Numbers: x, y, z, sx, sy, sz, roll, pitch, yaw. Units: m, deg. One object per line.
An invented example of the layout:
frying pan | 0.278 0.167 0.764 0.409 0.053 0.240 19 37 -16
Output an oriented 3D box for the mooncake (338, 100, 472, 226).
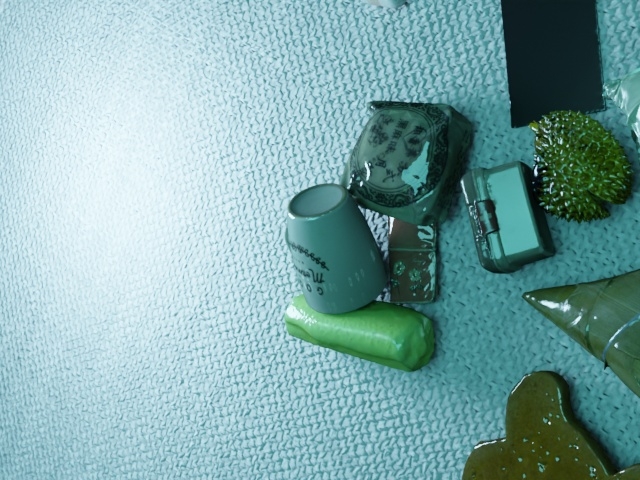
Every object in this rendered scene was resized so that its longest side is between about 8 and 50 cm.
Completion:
mooncake | 0.169 -0.171 2.085 0.250 0.136 0.254 16 87 37

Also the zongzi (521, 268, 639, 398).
zongzi | 0.587 0.076 1.775 0.393 0.174 0.356 42 108 36

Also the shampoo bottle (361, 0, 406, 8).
shampoo bottle | 0.104 -0.558 2.204 0.192 0.074 0.074 21 101 37

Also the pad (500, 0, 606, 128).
pad | 0.456 -0.385 1.981 0.202 0.005 0.299 -8 83 36

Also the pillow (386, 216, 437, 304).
pillow | 0.196 0.021 2.134 0.126 0.043 0.232 -4 85 37

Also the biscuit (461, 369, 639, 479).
biscuit | 0.456 0.486 1.890 0.394 0.076 0.368 44 116 38

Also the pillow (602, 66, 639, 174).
pillow | 0.668 -0.217 1.724 0.310 0.138 0.283 -26 69 22

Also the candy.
candy | 0.080 0.193 2.150 0.344 0.142 0.132 12 135 37

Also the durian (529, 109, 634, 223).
durian | 0.451 -0.136 1.864 0.237 0.138 0.193 44 155 34

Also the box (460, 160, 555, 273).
box | 0.365 -0.045 1.953 0.129 0.148 0.210 -18 78 23

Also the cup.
cup | 0.000 0.000 2.138 0.258 0.186 0.234 21 140 47
